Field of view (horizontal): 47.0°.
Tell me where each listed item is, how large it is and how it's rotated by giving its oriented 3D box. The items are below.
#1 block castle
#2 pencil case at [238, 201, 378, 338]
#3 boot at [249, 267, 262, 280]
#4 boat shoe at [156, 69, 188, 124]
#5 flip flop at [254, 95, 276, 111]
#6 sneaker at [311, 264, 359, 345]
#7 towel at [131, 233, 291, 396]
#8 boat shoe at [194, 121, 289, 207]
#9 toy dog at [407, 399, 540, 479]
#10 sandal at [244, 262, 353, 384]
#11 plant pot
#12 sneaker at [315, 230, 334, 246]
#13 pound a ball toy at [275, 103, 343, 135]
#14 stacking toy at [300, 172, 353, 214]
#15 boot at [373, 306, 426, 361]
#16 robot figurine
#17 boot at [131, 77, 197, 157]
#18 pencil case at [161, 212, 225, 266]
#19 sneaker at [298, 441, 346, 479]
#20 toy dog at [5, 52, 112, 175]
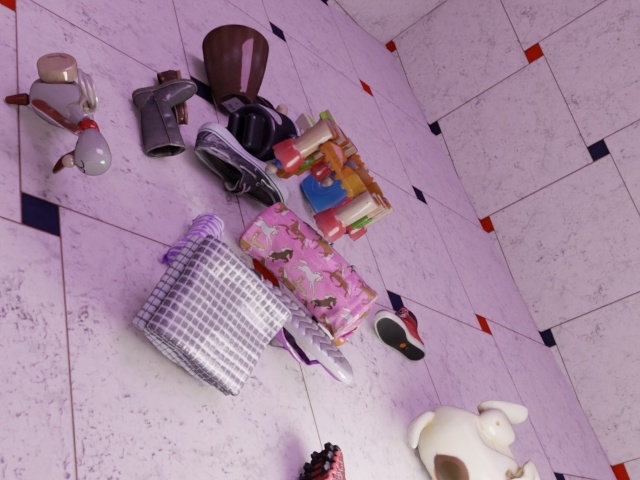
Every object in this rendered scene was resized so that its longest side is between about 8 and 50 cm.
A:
[{"bbox_3d":[0.027,-0.148,2.054,0.303,0.213,0.453,59,11,5],"label":"block castle"},{"bbox_3d":[-0.029,0.079,1.895,0.386,0.167,0.160,43,67,8],"label":"pencil case"},{"bbox_3d":[-0.263,0.144,1.615,0.305,0.115,0.112,-34,125,-50],"label":"boot"},{"bbox_3d":[-0.414,-0.397,2.054,0.073,0.073,0.207,-6,50,-17],"label":"boat shoe"},{"bbox_3d":[-0.186,-0.395,2.422,0.112,0.080,0.277,23,23,-39],"label":"flip flop"},{"bbox_3d":[0.061,0.189,2.079,0.123,0.106,0.290,49,37,-15],"label":"sneaker"},{"bbox_3d":[-0.208,0.158,1.496,0.283,0.121,0.235,48,58,-35],"label":"towel"},{"bbox_3d":[-0.230,-0.181,2.055,0.335,0.121,0.119,40,51,-28],"label":"boat shoe"},{"bbox_3d":[0.422,0.638,1.912,0.395,0.284,0.408,31,36,-38],"label":"toy dog"},{"bbox_3d":[-0.087,0.214,1.807,0.416,0.102,0.169,44,9,9],"label":"sandal"},{"bbox_3d":[-0.268,-0.517,2.315,0.215,0.215,0.230,26,51,-43],"label":"plant pot"},{"bbox_3d":[0.000,0.000,2.197,0.038,0.098,0.069,2,65,-40],"label":"sneaker"},{"bbox_3d":[-0.026,-0.324,2.566,0.208,0.136,0.319,-17,70,-36],"label":"pound a ball toy"},{"bbox_3d":[0.084,-0.120,2.470,0.302,0.166,0.175,45,13,-50],"label":"stacking toy"},{"bbox_3d":[0.236,0.250,2.304,0.244,0.088,0.176,44,26,-36],"label":"boot"},{"bbox_3d":[-0.168,-0.301,2.170,0.209,0.173,0.278,51,18,18],"label":"robot figurine"},{"bbox_3d":[-0.386,-0.318,1.912,0.076,0.190,0.208,89,-22,-54],"label":"boot"},{"bbox_3d":[-0.293,0.004,1.732,0.088,0.086,0.206,17,27,3],"label":"pencil case"},{"bbox_3d":[0.020,0.557,1.546,0.135,0.098,0.276,43,30,-20],"label":"sneaker"},{"bbox_3d":[-0.551,-0.254,1.522,0.334,0.161,0.220,41,-36,56],"label":"toy dog"}]
